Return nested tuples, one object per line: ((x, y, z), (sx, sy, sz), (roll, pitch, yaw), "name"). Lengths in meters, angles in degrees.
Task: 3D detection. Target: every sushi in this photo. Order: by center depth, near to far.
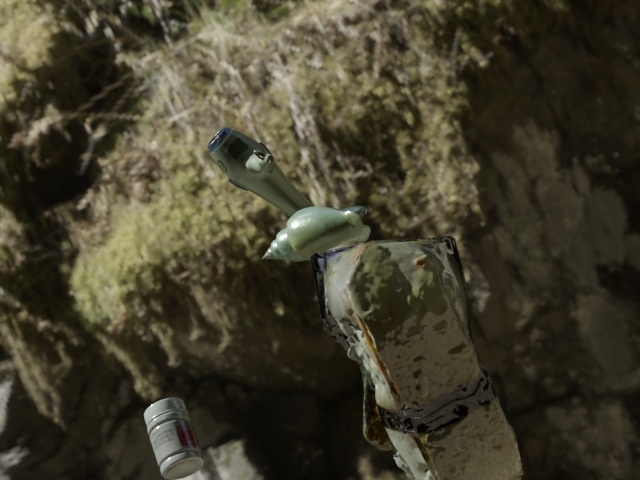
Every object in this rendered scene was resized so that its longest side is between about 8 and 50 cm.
((0.091, 0.123, 0.870), (0.134, 0.273, 0.109), (-12, -3, -13), "sushi")

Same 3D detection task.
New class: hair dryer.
((-0.050, -0.075, 1.388), (0.067, 0.167, 0.199), (-53, 28, -8), "hair dryer")

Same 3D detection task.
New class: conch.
((-0.004, 0.003, 1.351), (0.180, 0.088, 0.065), (-19, 25, 36), "conch")

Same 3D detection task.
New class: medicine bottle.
((-0.191, 0.257, 1.406), (0.058, 0.091, 0.058), (-18, -33, -12), "medicine bottle")
